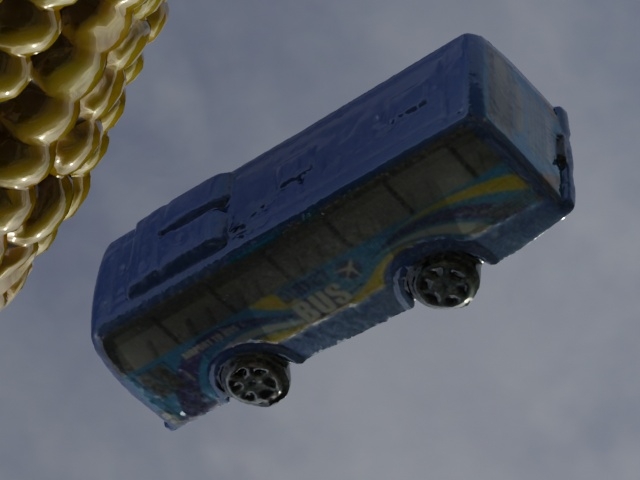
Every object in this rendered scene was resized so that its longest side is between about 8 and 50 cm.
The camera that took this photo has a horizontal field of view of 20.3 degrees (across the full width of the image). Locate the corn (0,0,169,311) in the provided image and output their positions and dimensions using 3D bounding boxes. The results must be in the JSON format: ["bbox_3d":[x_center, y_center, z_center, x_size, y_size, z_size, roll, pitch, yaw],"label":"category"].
[{"bbox_3d":[-0.059,-0.141,0.353,0.144,0.144,0.387,12,-68,-21],"label":"corn"}]

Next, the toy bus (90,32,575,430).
[{"bbox_3d":[0.000,0.000,0.516,0.061,0.153,0.051,46,-149,-30],"label":"toy bus"}]
